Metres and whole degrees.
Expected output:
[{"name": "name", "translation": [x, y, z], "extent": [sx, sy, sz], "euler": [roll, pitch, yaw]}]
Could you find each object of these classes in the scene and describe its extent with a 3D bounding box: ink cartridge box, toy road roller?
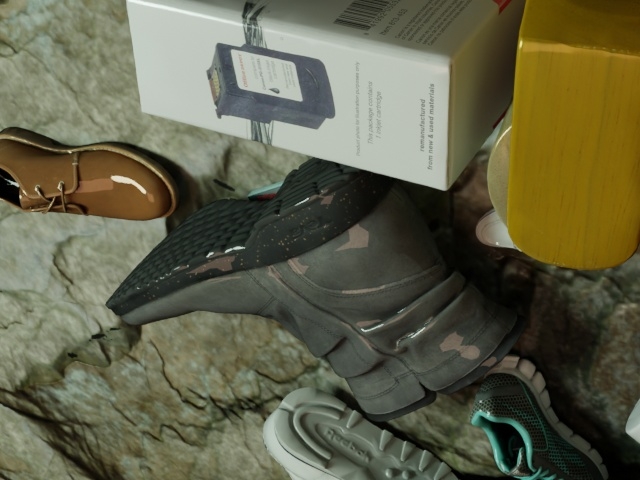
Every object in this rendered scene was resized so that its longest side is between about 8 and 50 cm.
[{"name": "ink cartridge box", "translation": [0.013, -0.142, 0.968], "extent": [0.237, 0.172, 0.100], "euler": [16, 130, 23]}, {"name": "toy road roller", "translation": [0.237, -0.141, 0.814], "extent": [0.241, 0.202, 0.329], "euler": [11, 127, 12]}]

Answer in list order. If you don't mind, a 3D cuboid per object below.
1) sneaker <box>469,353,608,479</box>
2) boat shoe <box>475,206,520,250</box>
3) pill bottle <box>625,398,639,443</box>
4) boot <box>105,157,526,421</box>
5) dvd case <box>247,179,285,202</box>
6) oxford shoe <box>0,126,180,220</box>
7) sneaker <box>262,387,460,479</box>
[{"name": "sneaker", "translation": [0.176, 0.177, 1.169], "extent": [0.065, 0.076, 0.166], "euler": [-28, 105, 43]}, {"name": "boat shoe", "translation": [0.158, -0.008, 1.071], "extent": [0.100, 0.035, 0.035], "euler": [-6, 119, 35]}, {"name": "pill bottle", "translation": [0.325, 0.163, 1.038], "extent": [0.187, 0.112, 0.112], "euler": [37, 134, 5]}, {"name": "boot", "translation": [-0.016, 0.067, 1.172], "extent": [0.338, 0.118, 0.222], "euler": [-20, 116, 45]}, {"name": "dvd case", "translation": [0.000, 0.000, 1.195], "extent": [0.087, 0.013, 0.119], "euler": [-16, 114, 39]}, {"name": "oxford shoe", "translation": [-0.224, -0.045, 1.264], "extent": [0.212, 0.076, 0.076], "euler": [9, 125, 25]}, {"name": "sneaker", "translation": [0.049, 0.229, 1.297], "extent": [0.235, 0.090, 0.095], "euler": [40, 147, 6]}]
